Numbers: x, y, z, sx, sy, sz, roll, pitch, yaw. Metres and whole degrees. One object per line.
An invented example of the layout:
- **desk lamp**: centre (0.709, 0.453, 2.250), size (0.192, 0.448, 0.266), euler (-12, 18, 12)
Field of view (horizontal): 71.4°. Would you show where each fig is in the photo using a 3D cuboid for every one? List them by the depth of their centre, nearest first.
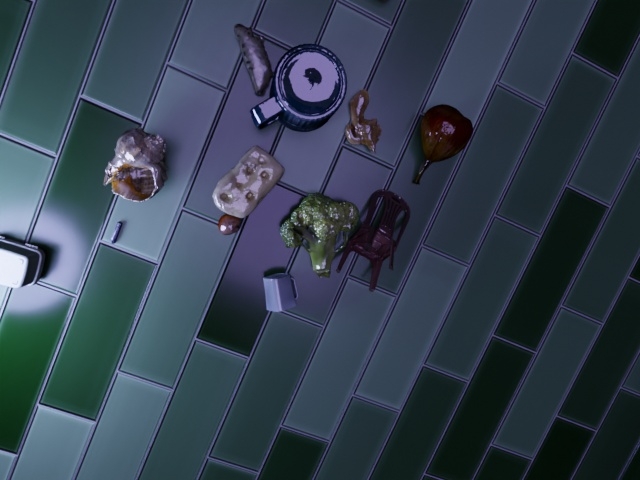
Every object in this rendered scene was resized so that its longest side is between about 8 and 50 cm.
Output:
- **fig**: centre (0.441, -0.338, 1.611), size (0.190, 0.191, 0.291), euler (-2, 116, -6)

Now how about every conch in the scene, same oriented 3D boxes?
- **conch**: centre (-0.601, -0.261, 1.498), size (0.291, 0.159, 0.210), euler (-24, 115, 36)

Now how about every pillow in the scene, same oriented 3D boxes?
- **pillow**: centre (-0.218, -0.628, 1.529), size (0.093, 0.051, 0.241), euler (-18, 100, 2)

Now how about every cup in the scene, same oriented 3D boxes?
- **cup**: centre (-0.075, -0.488, 1.448), size (0.307, 0.292, 0.242), euler (-1, 100, -8)
- **cup**: centre (-0.140, 0.190, 1.655), size (0.128, 0.095, 0.130), euler (-15, 101, -41)

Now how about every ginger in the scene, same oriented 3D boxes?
- **ginger**: centre (0.161, -0.430, 1.607), size (0.132, 0.059, 0.214), euler (9, 97, 0)

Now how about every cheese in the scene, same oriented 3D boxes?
- **cheese**: centre (-0.257, -0.201, 1.568), size (0.159, 0.093, 0.263), euler (40, 86, -7)

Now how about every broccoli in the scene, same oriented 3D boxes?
- **broccoli**: centre (-0.010, -0.022, 1.587), size (0.253, 0.186, 0.302), euler (21, 90, -19)

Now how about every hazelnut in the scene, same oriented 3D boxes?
- **hazelnut**: centre (-0.325, -0.056, 1.599), size (0.086, 0.086, 0.087), euler (-1, 100, -7)

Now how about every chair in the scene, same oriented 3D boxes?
- **chair**: centre (0.205, -0.010, 1.653), size (0.175, 0.183, 0.327), euler (31, 50, -10)

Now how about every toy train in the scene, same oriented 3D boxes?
- **toy train**: centre (-0.728, -0.026, 1.586), size (0.017, 0.017, 0.083), euler (22, 97, -9)

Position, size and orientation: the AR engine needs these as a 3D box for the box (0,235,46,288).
- **box**: centre (-1.063, 0.071, 1.505), size (0.210, 0.129, 0.148), euler (18, 96, -9)
